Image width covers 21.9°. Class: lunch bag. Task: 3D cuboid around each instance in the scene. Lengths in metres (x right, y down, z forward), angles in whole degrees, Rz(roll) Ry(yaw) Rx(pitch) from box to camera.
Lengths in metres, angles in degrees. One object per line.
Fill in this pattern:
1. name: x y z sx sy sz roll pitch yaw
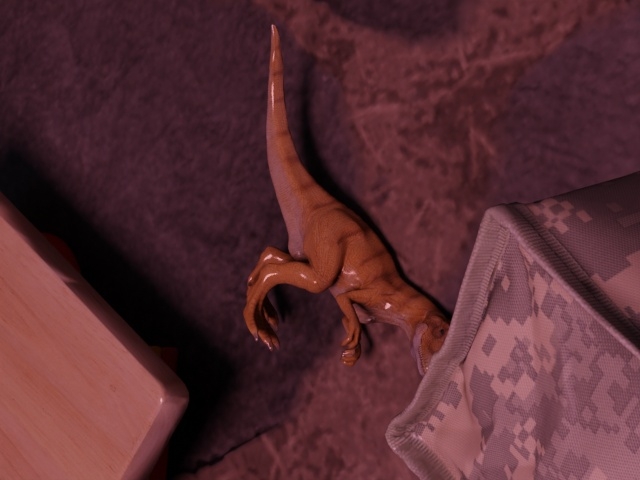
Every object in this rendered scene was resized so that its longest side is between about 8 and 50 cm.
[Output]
1. lunch bag: 0.208 0.104 0.606 0.287 0.235 0.169 51 141 30

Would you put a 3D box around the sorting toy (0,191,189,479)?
1. sorting toy: -0.196 0.119 1.039 0.257 0.089 0.255 42 112 33

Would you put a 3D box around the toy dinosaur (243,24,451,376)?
1. toy dinosaur: 0.000 0.000 0.921 0.112 0.064 0.211 -40 72 10
